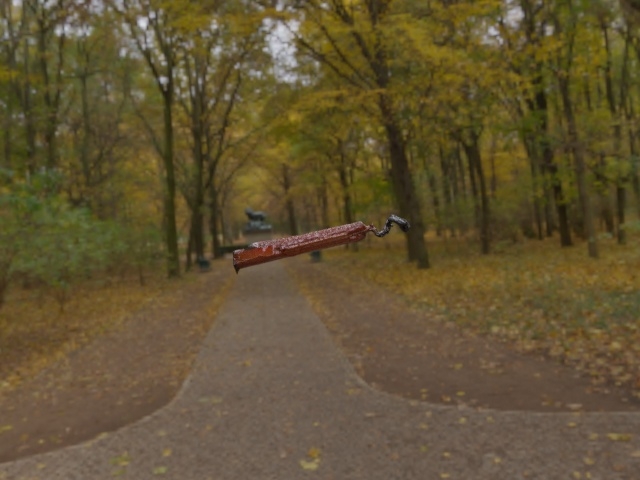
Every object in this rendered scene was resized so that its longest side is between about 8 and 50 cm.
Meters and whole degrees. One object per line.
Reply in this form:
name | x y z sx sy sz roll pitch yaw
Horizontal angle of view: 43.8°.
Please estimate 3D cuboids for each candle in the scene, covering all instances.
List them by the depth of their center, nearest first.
candle | 0.000 -0.001 0.736 0.167 0.021 0.026 -13 34 9
